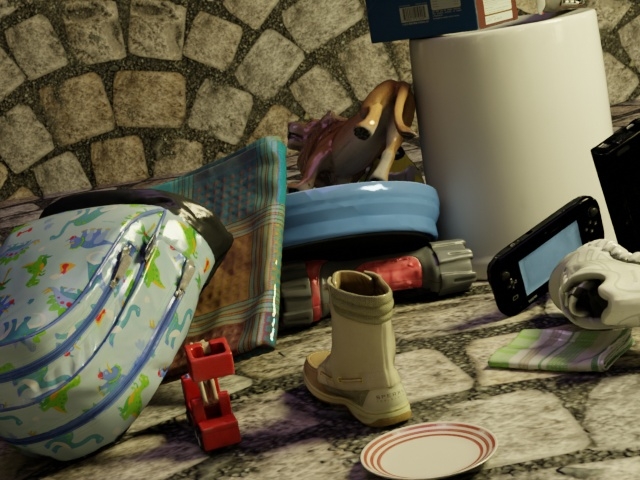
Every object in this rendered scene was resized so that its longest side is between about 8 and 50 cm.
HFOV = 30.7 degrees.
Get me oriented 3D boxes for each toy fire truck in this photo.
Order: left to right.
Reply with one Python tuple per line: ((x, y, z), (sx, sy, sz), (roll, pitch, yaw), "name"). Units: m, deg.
((-0.131, 0.165, 1.337), (0.047, 0.135, 0.192), (-12, 13, -13), "toy fire truck")

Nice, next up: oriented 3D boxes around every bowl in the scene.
((0.000, 0.000, 1.831), (0.391, 0.077, 0.391), (-10, -11, -2), "bowl")

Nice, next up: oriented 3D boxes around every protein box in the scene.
((0.180, -0.427, 1.828), (0.199, 0.201, 0.136), (-1, 15, 37), "protein box")

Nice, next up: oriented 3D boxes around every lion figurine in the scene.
((0.069, -0.171, 1.930), (0.392, 0.142, 0.240), (-26, 28, 49), "lion figurine")

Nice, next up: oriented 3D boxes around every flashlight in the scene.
((0.081, 0.062, 1.760), (0.304, 0.103, 0.103), (-7, -16, -9), "flashlight")

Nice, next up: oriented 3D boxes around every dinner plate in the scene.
((0.111, 0.218, 1.187), (0.141, 0.017, 0.141), (-10, 12, 2), "dinner plate")

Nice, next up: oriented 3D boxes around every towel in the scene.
((-0.169, 0.030, 1.617), (0.271, 0.040, 0.370), (-20, 45, 23), "towel")
((0.295, 0.131, 1.428), (0.152, 0.023, 0.113), (-1, 14, 36), "towel")

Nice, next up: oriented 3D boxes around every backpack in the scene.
((-0.299, 0.098, 1.439), (0.290, 0.273, 0.356), (-5, 57, 26), "backpack")

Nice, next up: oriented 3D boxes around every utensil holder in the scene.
((0.318, -0.163, 1.906), (0.327, 0.386, 0.327), (-10, 13, 2), "utensil holder")

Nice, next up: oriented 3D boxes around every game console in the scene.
((0.385, -0.009, 1.655), (0.361, 0.213, 0.044), (-33, 28, -17), "game console")

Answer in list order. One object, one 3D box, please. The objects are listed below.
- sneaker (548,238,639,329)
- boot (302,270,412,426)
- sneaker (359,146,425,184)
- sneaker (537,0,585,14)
((0.342, 0.061, 1.456), (0.118, 0.110, 0.292), (-13, 2, -13), "sneaker")
((0.033, 0.113, 1.372), (0.077, 0.165, 0.213), (-14, 14, -22), "boot")
((0.136, -0.089, 2.172), (0.145, 0.147, 0.384), (-9, -3, -7), "sneaker")
((0.395, -0.401, 1.887), (0.064, 0.061, 0.158), (5, 18, 30), "sneaker")
